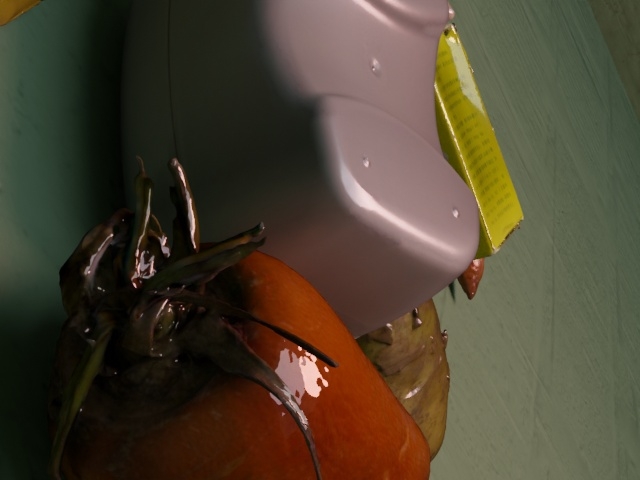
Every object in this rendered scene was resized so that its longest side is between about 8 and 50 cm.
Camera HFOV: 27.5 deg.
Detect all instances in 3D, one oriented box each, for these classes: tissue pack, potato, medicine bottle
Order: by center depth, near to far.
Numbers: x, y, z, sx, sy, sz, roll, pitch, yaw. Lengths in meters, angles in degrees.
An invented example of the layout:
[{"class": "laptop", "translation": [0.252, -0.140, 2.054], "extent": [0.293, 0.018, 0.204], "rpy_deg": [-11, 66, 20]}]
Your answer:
[{"class": "tissue pack", "translation": [-0.033, -0.091, 0.996], "extent": [0.229, 0.236, 0.333], "rpy_deg": [27, 48, -45]}, {"class": "potato", "translation": [0.043, 0.112, 1.135], "extent": [0.149, 0.113, 0.251], "rpy_deg": [-37, 133, -29]}, {"class": "medicine bottle", "translation": [0.105, -0.095, 1.415], "extent": [0.141, 0.137, 0.250], "rpy_deg": [-37, 108, -61]}]

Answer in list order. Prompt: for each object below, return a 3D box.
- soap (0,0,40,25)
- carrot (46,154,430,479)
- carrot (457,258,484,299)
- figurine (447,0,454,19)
[{"class": "soap", "translation": [-0.216, -0.193, 0.872], "extent": [0.140, 0.045, 0.089], "rpy_deg": [-62, 133, -61]}, {"class": "carrot", "translation": [-0.061, 0.112, 0.812], "extent": [0.331, 0.193, 0.214], "rpy_deg": [55, 4, -36]}, {"class": "carrot", "translation": [0.174, -0.027, 1.620], "extent": [0.072, 0.072, 0.205], "rpy_deg": [24, 55, -61]}, {"class": "figurine", "translation": [0.092, -0.323, 1.574], "extent": [0.184, 0.128, 0.208], "rpy_deg": [-8, 86, -65]}]
